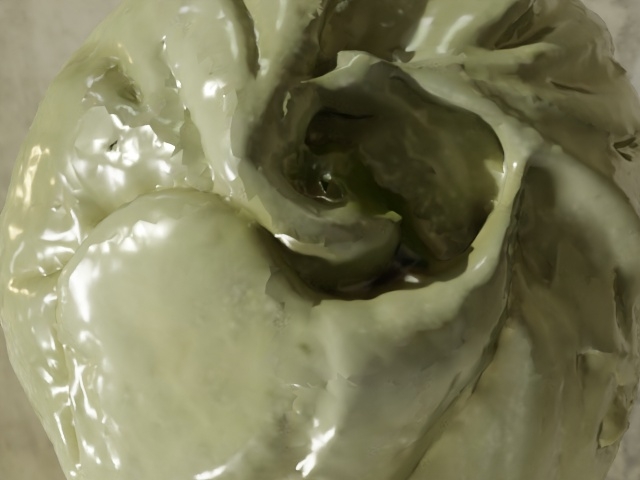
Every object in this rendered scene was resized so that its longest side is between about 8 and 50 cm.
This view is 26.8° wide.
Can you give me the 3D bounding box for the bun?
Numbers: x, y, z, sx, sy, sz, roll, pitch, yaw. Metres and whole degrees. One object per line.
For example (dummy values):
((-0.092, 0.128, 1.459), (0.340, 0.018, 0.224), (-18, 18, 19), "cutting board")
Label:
((0.000, 0.000, 0.468), (0.259, 0.259, 0.160), (59, 176, 17), "bun")
